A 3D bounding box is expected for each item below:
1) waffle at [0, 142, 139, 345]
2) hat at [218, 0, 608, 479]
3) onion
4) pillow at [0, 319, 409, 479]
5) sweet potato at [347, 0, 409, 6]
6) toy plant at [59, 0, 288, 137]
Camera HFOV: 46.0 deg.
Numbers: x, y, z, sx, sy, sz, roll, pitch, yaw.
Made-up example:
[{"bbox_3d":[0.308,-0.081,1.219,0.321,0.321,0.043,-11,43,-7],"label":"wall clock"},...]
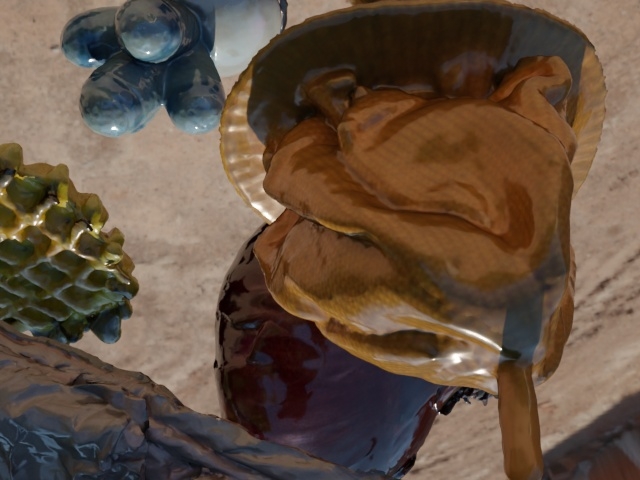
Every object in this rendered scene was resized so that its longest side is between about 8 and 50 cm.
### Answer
[{"bbox_3d":[-0.331,0.008,0.772,0.329,0.062,0.329,7,141,5],"label":"waffle"},{"bbox_3d":[0.078,0.026,0.402,0.234,0.233,0.244,-22,136,13],"label":"hat"},{"bbox_3d":[0.049,0.114,0.795,0.286,0.347,0.347,2,157,21],"label":"onion"},{"bbox_3d":[-0.092,0.116,0.315,0.248,0.049,0.135,24,112,-5],"label":"pillow"},{"bbox_3d":[0.126,-0.219,0.939,0.092,0.341,0.114,-42,156,30],"label":"sweet potato"},{"bbox_3d":[-0.216,-0.258,1.037,0.247,0.332,0.247,20,144,16],"label":"toy plant"}]
